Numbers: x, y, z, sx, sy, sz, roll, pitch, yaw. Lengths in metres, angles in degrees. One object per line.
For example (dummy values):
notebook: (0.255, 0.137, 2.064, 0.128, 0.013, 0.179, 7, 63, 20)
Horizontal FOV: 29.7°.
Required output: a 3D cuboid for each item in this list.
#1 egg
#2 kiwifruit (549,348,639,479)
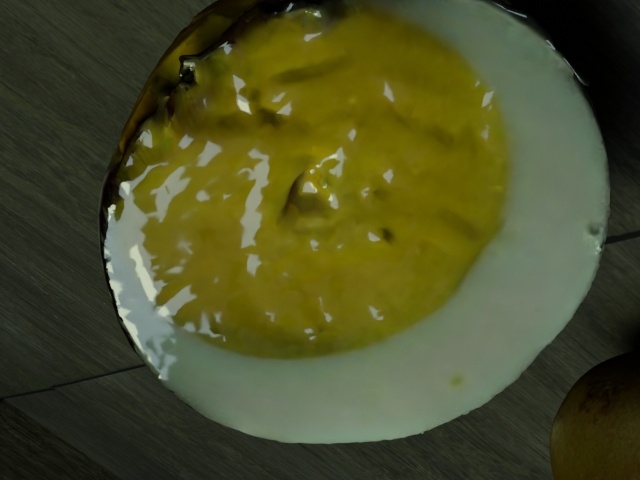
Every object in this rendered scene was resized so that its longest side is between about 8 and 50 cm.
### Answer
egg: (0.021, -0.045, 0.803, 0.337, 0.201, 0.337, 0, 120, 0)
kiwifruit: (0.288, 0.173, 0.948, 0.196, 0.196, 0.234, 44, 158, -26)
